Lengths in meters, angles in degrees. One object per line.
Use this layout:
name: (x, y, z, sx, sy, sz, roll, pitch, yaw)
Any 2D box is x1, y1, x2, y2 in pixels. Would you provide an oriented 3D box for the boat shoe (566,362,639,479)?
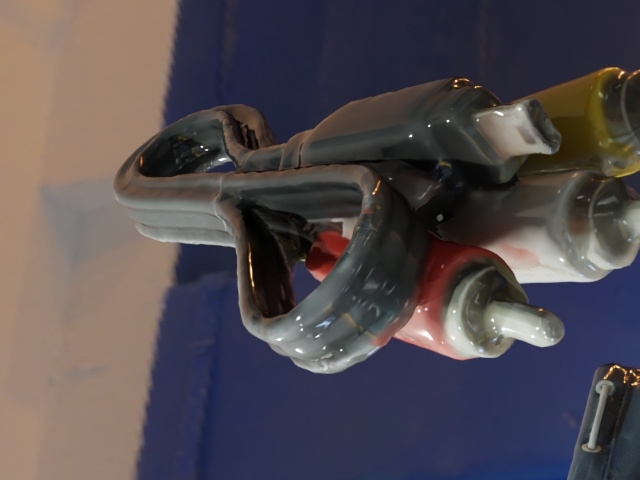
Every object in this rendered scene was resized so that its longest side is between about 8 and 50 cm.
boat shoe: (0.117, 0.165, 0.773, 0.254, 0.079, 0.095, -65, -26, -24)

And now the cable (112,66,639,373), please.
cable: (0.000, 0.000, 0.576, 0.139, 0.287, 0.072, -48, -70, -25)
